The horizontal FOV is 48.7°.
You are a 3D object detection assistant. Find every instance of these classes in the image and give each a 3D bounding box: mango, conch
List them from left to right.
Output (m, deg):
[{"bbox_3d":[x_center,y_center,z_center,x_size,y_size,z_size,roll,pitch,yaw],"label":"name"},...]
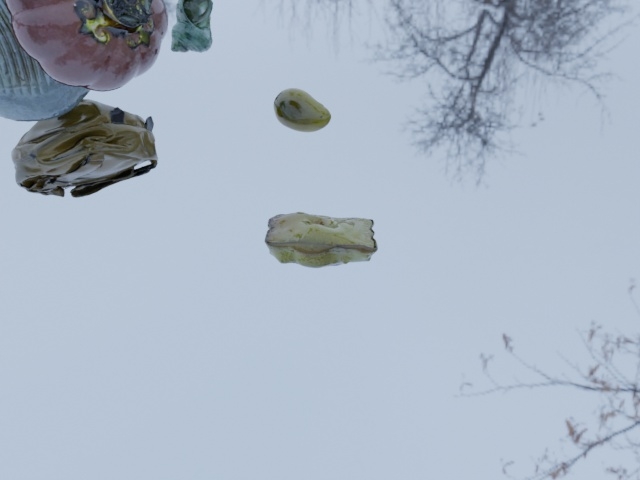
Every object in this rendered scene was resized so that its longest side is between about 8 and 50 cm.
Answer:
[{"bbox_3d":[-0.406,-0.680,2.234,0.122,0.188,0.176,3,163,17],"label":"conch"},{"bbox_3d":[-0.048,-0.331,1.815,0.161,0.103,0.076,25,-168,19],"label":"mango"}]

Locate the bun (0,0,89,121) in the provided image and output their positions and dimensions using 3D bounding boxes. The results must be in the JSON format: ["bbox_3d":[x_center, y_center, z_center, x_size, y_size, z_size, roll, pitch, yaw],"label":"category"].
[{"bbox_3d":[-0.677,-0.434,1.585,0.362,0.361,0.211,-14,-173,-27],"label":"bun"}]

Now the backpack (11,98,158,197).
[{"bbox_3d":[-0.634,-0.240,1.867,0.378,0.201,0.353,-17,172,13],"label":"backpack"}]

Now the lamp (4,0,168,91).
[{"bbox_3d":[-0.410,-0.427,1.291,0.240,0.305,0.305,7,-156,42],"label":"lamp"}]

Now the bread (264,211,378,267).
[{"bbox_3d":[0.000,0.000,1.479,0.233,0.088,0.161,7,-162,0],"label":"bread"}]
